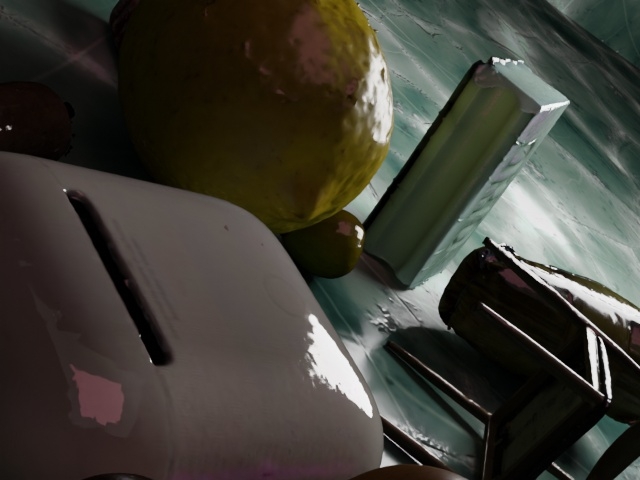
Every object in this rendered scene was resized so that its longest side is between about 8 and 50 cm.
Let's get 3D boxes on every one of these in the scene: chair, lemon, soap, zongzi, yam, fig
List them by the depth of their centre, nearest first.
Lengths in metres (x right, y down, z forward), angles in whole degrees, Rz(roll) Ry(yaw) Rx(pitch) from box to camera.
[{"bbox_3d":[-0.263,-0.086,0.989,0.084,0.084,0.127,48,26,10],"label":"yam"},{"bbox_3d":[-0.062,-0.144,1.182,0.253,0.253,0.310,13,39,-49],"label":"lemon"},{"bbox_3d":[0.205,0.160,1.187,0.272,0.188,0.166,37,25,-6],"label":"chair"},{"bbox_3d":[0.000,0.000,1.267,0.088,0.074,0.074,14,34,-21],"label":"fig"},{"bbox_3d":[0.161,-0.074,1.415,0.094,0.261,0.150,41,23,19],"label":"soap"},{"bbox_3d":[0.250,0.076,1.485,0.286,0.138,0.300,27,14,-16],"label":"zongzi"}]

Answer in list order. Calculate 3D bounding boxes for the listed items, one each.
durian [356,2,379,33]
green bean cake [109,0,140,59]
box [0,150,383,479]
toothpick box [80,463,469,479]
[{"bbox_3d":[-0.012,-0.171,1.413,0.306,0.166,0.172,49,38,-40],"label":"durian"},{"bbox_3d":[-0.159,-0.199,1.361,0.136,0.056,0.135,23,32,-37],"label":"green bean cake"},{"bbox_3d":[-0.120,0.075,0.865,0.349,0.141,0.288,11,41,-51],"label":"box"},{"bbox_3d":[-0.031,0.209,0.675,0.294,0.192,0.192,-1,48,-40],"label":"toothpick box"}]
